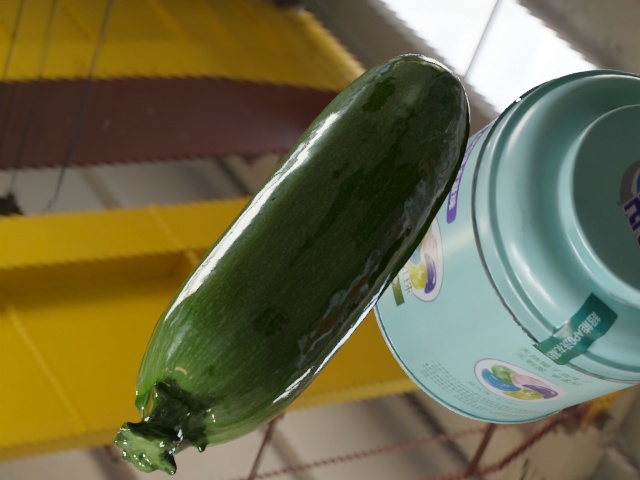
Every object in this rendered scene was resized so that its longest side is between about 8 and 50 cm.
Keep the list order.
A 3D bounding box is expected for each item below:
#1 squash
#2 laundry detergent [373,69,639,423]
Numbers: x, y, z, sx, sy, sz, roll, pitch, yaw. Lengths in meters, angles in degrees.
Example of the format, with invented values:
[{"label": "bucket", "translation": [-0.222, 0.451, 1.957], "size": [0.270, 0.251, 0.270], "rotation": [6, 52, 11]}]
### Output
[{"label": "squash", "translation": [0.000, 0.000, 0.986], "size": [0.107, 0.107, 0.395], "rotation": [29, -129, 12]}, {"label": "laundry detergent", "translation": [0.233, 0.007, 1.448], "size": [0.287, 0.305, 0.287], "rotation": [6, -108, -20]}]
